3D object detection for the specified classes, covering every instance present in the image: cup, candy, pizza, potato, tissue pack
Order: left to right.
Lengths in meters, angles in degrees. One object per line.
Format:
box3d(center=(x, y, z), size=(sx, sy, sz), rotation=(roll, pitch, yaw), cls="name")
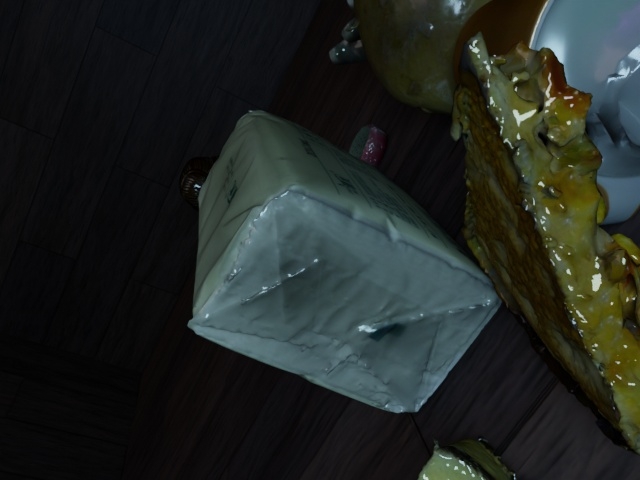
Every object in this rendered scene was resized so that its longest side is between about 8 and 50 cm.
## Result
box3d(center=(0.000, 0.000, 0.671), size=(0.207, 0.296, 0.380), rotation=(-59, 20, 16), cls="tissue pack")
box3d(center=(0.088, -0.171, 0.994), size=(0.103, 0.043, 0.103), rotation=(-54, 24, 38), cls="candy")
box3d(center=(0.127, -0.291, 0.667), size=(0.115, 0.299, 0.239), rotation=(-25, -5, -41), cls="potato")
box3d(center=(0.163, -0.011, 0.404), size=(0.073, 0.288, 0.251), rotation=(-24, 10, 2), cls="pizza")
box3d(center=(0.227, -0.143, 0.478), size=(0.264, 0.182, 0.227), rotation=(-105, 11, -70), cls="cup")

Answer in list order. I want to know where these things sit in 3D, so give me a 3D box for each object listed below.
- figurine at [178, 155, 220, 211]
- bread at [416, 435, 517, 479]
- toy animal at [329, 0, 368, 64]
box3d(center=(-0.128, -0.074, 1.037), size=(0.187, 0.315, 0.168), rotation=(-51, 26, 37), cls="figurine")
box3d(center=(0.125, 0.254, 0.425), size=(0.152, 0.127, 0.147), rotation=(29, 95, 36), cls="bread")
box3d(center=(0.146, -0.347, 0.883), size=(0.307, 0.188, 0.266), rotation=(-35, 5, 38), cls="toy animal")
